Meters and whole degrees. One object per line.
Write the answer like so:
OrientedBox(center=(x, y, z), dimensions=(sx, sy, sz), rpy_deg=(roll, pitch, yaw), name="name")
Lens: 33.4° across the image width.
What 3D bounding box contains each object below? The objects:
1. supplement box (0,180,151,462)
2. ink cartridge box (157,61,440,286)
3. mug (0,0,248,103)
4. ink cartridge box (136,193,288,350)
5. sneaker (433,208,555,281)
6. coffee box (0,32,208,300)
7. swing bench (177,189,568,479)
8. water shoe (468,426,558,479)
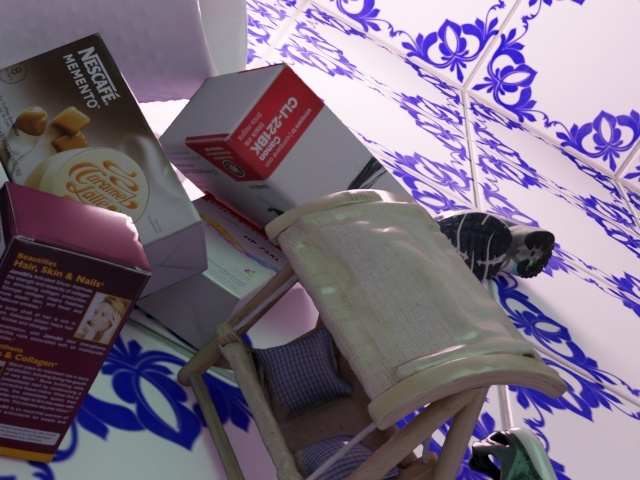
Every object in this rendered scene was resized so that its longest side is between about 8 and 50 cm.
OrientedBox(center=(-0.216, 0.063, 0.788), dimensions=(0.104, 0.188, 0.081), rpy_deg=(18, 24, -32), name="supplement box")
OrientedBox(center=(-0.026, -0.060, 1.209), dimensions=(0.273, 0.114, 0.197), rpy_deg=(44, -19, -25), name="ink cartridge box")
OrientedBox(center=(-0.273, -0.287, 1.374), dimensions=(0.328, 0.276, 0.374), rpy_deg=(-4, -21, 9), name="mug")
OrientedBox(center=(-0.115, 0.025, 1.166), dimensions=(0.134, 0.078, 0.231), rpy_deg=(34, 21, 7), name="ink cartridge box")
OrientedBox(center=(0.252, 0.002, 1.725), dimensions=(0.283, 0.110, 0.122), rpy_deg=(12, 10, -46), name="sneaker")
OrientedBox(center=(-0.223, -0.062, 1.024), dimensions=(0.141, 0.098, 0.246), rpy_deg=(-23, 63, -15), name="coffee box")
OrientedBox(center=(0.029, 0.115, 0.913), dimensions=(0.165, 0.254, 0.253), rpy_deg=(16, 25, -34), name="swing bench")
OrientedBox(center=(0.214, 0.283, 1.078), dimensions=(0.080, 0.073, 0.203), rpy_deg=(-13, 44, -12), name="water shoe")
